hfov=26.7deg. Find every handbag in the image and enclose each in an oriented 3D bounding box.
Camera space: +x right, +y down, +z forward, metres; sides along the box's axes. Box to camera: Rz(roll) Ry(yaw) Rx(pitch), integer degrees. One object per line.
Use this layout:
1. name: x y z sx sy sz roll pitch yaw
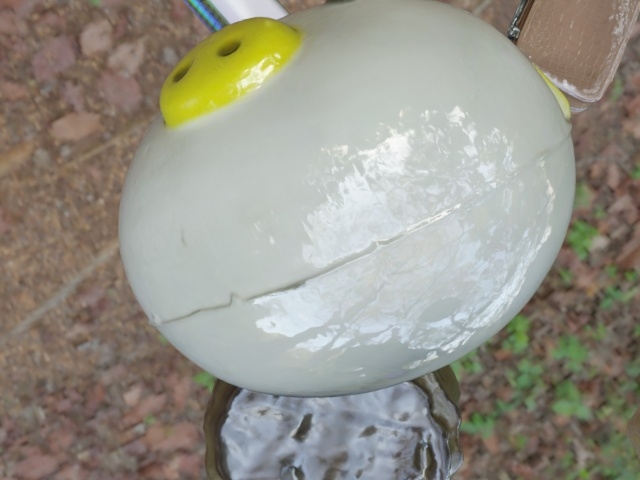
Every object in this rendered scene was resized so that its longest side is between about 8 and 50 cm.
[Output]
1. handbag: 0.326 -0.275 1.765 0.072 0.151 0.193 129 -16 -78

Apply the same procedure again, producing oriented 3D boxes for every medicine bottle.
1. medicine bottle: -0.084 -0.250 1.527 0.078 0.219 0.115 -43 -176 -13

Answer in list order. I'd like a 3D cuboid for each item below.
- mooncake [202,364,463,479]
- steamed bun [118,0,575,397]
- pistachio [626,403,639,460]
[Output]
1. mooncake: 0.012 0.230 1.654 0.324 0.187 0.324 1 103 3
2. steamed bun: 0.019 -0.033 1.077 0.374 0.334 0.334 -17 153 34
3. pistachio: 0.565 0.226 1.491 0.365 0.445 0.281 -1 95 -67
